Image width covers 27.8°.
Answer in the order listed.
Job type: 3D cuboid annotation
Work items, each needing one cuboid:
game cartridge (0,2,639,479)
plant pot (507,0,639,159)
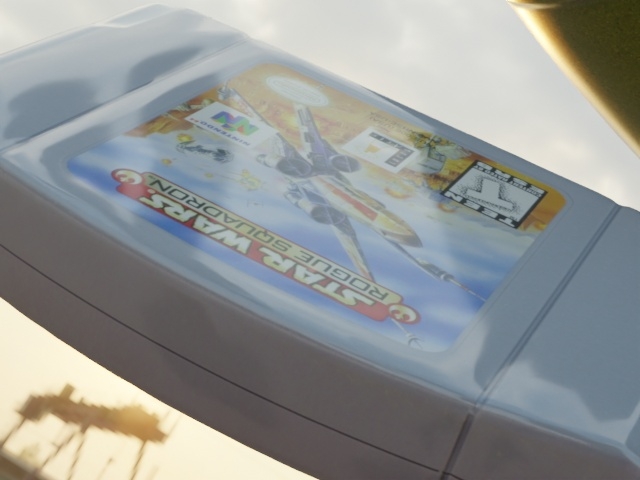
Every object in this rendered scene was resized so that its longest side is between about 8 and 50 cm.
[{"bbox_3d":[0.000,0.000,0.475,0.297,0.062,0.198,26,25,15],"label":"game cartridge"},{"bbox_3d":[0.303,-0.146,0.750,0.353,0.366,0.366,56,-25,-19],"label":"plant pot"}]
